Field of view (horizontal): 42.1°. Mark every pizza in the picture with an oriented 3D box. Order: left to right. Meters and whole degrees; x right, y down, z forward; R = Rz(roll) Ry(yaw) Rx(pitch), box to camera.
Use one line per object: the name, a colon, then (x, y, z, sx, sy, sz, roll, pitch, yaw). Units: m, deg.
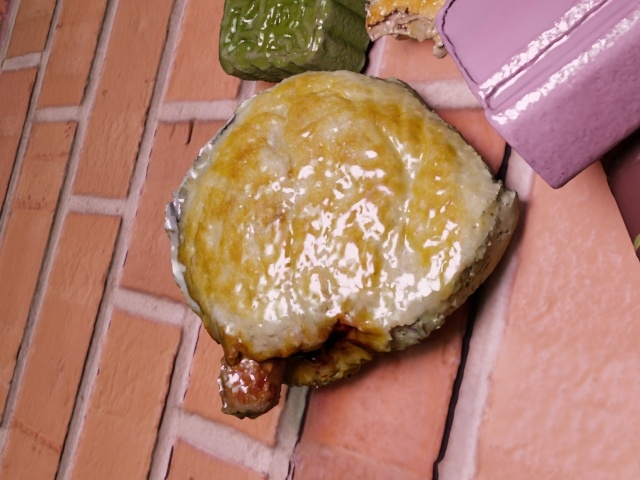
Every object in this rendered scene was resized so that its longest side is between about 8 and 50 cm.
pizza: (0.169, -0.318, 1.011, 0.323, 0.089, 0.223, 32, 95, 48)

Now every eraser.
eraser: (0.289, -0.250, 0.763, 0.359, 0.122, 0.272, -39, 34, 21)

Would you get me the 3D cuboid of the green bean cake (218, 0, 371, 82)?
green bean cake: (-0.036, -0.334, 1.198, 0.248, 0.125, 0.222, 2, 79, 46)

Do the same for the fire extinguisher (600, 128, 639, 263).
fire extinguisher: (0.335, 0.036, 0.693, 0.105, 0.141, 0.341, -11, 59, 1)

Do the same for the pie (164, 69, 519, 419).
pie: (0.013, -0.022, 1.020, 0.418, 0.180, 0.395, -35, 60, 18)
